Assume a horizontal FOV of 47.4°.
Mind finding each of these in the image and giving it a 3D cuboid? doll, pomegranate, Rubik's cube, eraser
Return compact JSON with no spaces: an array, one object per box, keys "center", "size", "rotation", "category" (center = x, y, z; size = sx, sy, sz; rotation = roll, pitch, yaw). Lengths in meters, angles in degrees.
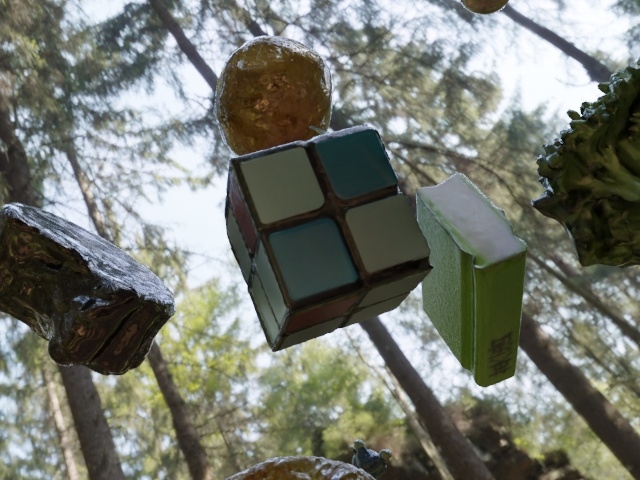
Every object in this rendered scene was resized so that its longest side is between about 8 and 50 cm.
[{"center":[0.082,0.387,1.277],"size":[0.050,0.076,0.083],"rotation":[-60,-19,-29],"category":"doll"},{"center":[-0.099,-0.298,1.571],"size":[0.281,0.281,0.281],"rotation":[-18,-44,-19],"category":"pomegranate"},{"center":[-0.001,0.000,0.810],"size":[0.167,0.183,0.180],"rotation":[-19,-15,-16],"category":"Rubik's cube"},{"center":[0.234,0.065,1.140],"size":[0.092,0.210,0.274],"rotation":[-19,-47,-12],"category":"eraser"}]

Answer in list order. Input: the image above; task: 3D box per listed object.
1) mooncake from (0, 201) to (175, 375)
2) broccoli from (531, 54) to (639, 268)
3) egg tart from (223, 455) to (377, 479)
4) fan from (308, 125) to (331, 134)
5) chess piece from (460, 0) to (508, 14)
[{"center":[-0.473,0.103,1.442],"size":[0.212,0.381,0.350],"rotation":[-58,-26,7],"category":"mooncake"},{"center":[0.317,-0.068,0.477],"size":[0.302,0.375,0.249],"rotation":[24,-99,-43],"category":"broccoli"},{"center":[-0.049,0.351,0.750],"size":[0.294,0.295,0.116],"rotation":[-28,-71,-9],"category":"egg tart"},{"center":[0.038,-0.194,1.393],"size":[0.131,0.240,0.009],"rotation":[24,-80,2],"category":"fan"},{"center":[0.208,-0.358,0.889],"size":[0.094,0.094,0.171],"rotation":[-21,-47,-16],"category":"chess piece"}]
